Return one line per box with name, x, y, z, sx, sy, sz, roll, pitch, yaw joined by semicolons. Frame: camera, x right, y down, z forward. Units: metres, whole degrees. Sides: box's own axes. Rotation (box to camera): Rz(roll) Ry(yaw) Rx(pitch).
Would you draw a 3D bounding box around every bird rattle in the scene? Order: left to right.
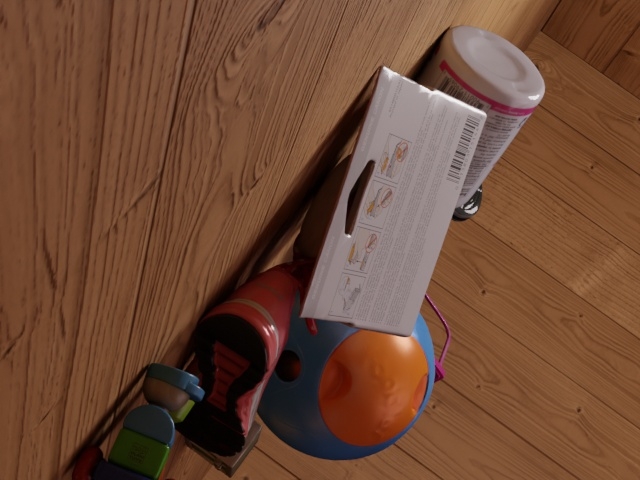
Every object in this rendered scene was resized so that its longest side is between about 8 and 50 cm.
bird rattle;0.011;-0.019;1.669;0.253;0.143;0.207;-26;141;-47

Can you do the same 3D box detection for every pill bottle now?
pill bottle;0.175;-0.146;1.879;0.283;0.160;0.160;-57;175;35

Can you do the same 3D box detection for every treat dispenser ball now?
treat dispenser ball;0.028;0.187;2.023;0.288;0.288;0.288;-54;175;-6

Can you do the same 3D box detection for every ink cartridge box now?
ink cartridge box;0.068;-0.044;1.571;0.261;0.066;0.296;15;95;-55

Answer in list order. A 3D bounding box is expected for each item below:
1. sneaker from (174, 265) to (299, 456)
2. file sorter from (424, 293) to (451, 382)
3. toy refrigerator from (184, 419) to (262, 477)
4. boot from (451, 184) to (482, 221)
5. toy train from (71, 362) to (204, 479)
sneaker;-0.092;0.145;1.585;0.136;0.116;0.314;-52;175;-40
file sorter;0.064;0.189;2.415;0.291;0.202;0.182;-31;-168;24
toy refrigerator;-0.169;0.337;2.283;0.094;0.102;0.269;-53;176;-14
boot;0.190;-0.091;2.337;0.178;0.085;0.236;-53;-141;41
toy train;-0.179;0.217;1.408;0.248;0.105;0.143;110;3;-74
